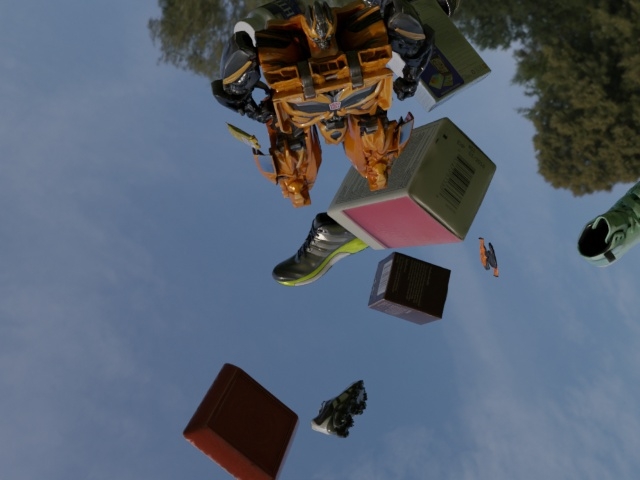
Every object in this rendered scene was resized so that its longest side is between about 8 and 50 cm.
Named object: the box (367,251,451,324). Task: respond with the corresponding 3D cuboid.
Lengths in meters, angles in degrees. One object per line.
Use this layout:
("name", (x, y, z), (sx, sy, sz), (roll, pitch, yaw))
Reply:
("box", (0.286, 0.159, 1.835), (0.203, 0.167, 0.169), (19, -109, -8))

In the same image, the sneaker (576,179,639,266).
("sneaker", (0.600, -0.050, 1.082), (0.151, 0.256, 0.094), (6, -145, -53))

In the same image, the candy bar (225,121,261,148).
("candy bar", (-0.190, -0.255, 1.374), (0.018, 0.040, 0.161), (-40, -142, -12))

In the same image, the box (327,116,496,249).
("box", (0.142, -0.081, 0.925), (0.126, 0.232, 0.149), (36, -110, -22))

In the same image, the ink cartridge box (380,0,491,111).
("ink cartridge box", (0.215, -0.375, 1.119), (0.206, 0.045, 0.208), (-34, -94, -35))

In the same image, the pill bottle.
("pill bottle", (-0.120, -0.531, 1.411), (0.112, 0.112, 0.186), (45, -125, 7))

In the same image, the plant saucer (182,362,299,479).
("plant saucer", (-0.168, 0.442, 1.361), (0.259, 0.048, 0.258), (41, -150, -7))

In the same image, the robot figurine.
("robot figurine", (0.011, -0.127, 0.580), (0.210, 0.291, 0.085), (-13, -106, 0))

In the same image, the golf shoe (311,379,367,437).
("golf shoe", (0.044, 0.373, 1.286), (0.198, 0.093, 0.077), (-23, -76, -64))

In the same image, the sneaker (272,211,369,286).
("sneaker", (0.000, 0.000, 1.388), (0.121, 0.299, 0.111), (53, -174, -31))

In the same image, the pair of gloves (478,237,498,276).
("pair of gloves", (0.351, 0.034, 1.187), (0.010, 0.083, 0.074), (-13, -78, -2))

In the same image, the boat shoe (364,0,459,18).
("boat shoe", (0.215, -0.825, 1.812), (0.499, 0.187, 0.156), (19, -134, -8))
